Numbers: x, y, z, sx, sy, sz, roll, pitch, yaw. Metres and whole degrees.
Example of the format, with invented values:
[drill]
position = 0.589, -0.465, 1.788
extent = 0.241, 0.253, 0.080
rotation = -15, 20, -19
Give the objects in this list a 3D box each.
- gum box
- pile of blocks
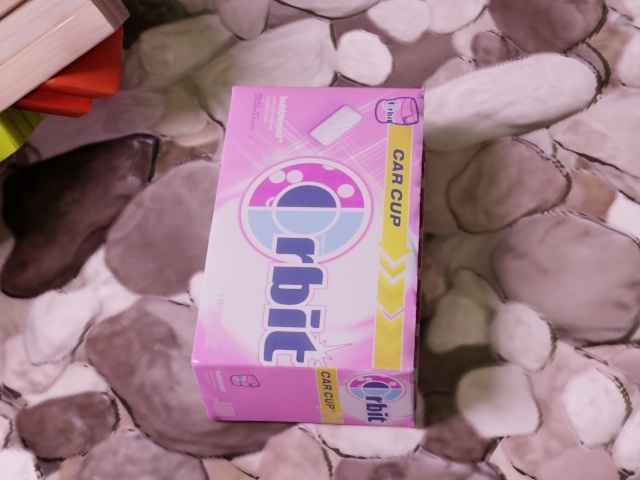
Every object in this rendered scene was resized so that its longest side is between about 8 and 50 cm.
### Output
[gum box]
position = 0.000, 0.000, 0.695
extent = 0.107, 0.062, 0.188
rotation = 1, 56, 6
[pile of blocks]
position = -0.241, -0.033, 0.732
extent = 0.362, 0.113, 0.149
rotation = -39, 16, -11
